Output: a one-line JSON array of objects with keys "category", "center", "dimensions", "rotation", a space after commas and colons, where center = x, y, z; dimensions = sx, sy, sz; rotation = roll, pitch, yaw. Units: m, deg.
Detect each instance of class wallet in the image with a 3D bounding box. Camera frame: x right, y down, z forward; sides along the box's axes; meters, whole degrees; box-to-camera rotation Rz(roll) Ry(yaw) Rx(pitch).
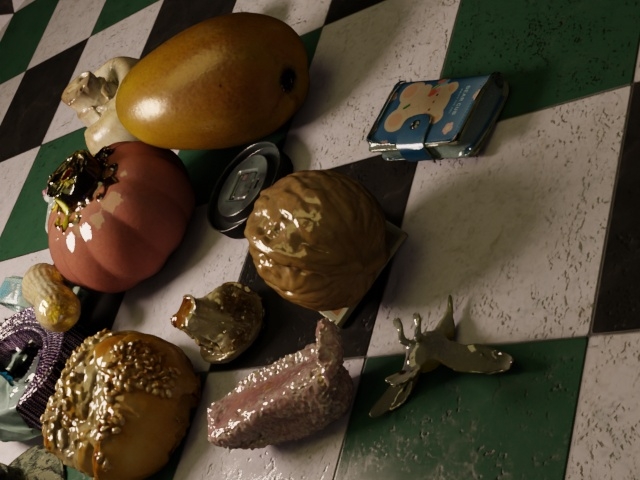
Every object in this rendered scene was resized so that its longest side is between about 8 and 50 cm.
[{"category": "wallet", "center": [0.167, -0.177, 1.584], "dimensions": [0.202, 0.059, 0.141], "rotation": [5, 59, 51]}]

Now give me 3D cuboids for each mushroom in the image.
[{"category": "mushroom", "center": [-0.418, -0.298, 2.291], "dimensions": [0.189, 0.195, 0.253], "rotation": [-36, 41, 20]}]

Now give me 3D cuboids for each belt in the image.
[{"category": "belt", "center": [-0.573, 0.116, 2.216], "dimensions": [0.302, 0.087, 0.072], "rotation": [-2, 57, 50]}, {"category": "belt", "center": [-0.552, 0.252, 2.049], "dimensions": [0.325, 0.122, 0.260], "rotation": [6, 60, 49]}]

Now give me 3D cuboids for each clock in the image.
[{"category": "clock", "center": [-0.122, -0.087, 1.877], "dimensions": [0.184, 0.040, 0.184], "rotation": [-32, 39, 31]}]

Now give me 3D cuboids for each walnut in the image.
[{"category": "walnut", "center": [0.000, 0.000, 1.498], "dimensions": [0.213, 0.213, 0.213], "rotation": [-31, 40, 31]}]

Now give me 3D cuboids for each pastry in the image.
[{"category": "pastry", "center": [-0.335, 0.256, 1.740], "dimensions": [0.311, 0.162, 0.255], "rotation": [5, 63, 51]}, {"category": "pastry", "center": [-0.040, 0.211, 1.465], "dimensions": [0.265, 0.112, 0.102], "rotation": [-38, 28, 35]}]

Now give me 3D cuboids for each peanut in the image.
[{"category": "peanut", "center": [-0.497, 0.102, 1.988], "dimensions": [0.087, 0.087, 0.207], "rotation": [-53, 34, 3]}]

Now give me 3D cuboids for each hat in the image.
[{"category": "hat", "center": [-0.568, 0.457, 1.885], "dimensions": [0.266, 0.128, 0.265], "rotation": [-29, 45, 34]}]

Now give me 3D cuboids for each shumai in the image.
[{"category": "shumai", "center": [-0.167, 0.118, 1.688], "dimensions": [0.146, 0.116, 0.145], "rotation": [-31, 39, 29]}]

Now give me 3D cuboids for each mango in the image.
[{"category": "mango", "center": [-0.201, -0.273, 1.924], "dimensions": [0.378, 0.221, 0.263], "rotation": [-11, 32, 25]}]

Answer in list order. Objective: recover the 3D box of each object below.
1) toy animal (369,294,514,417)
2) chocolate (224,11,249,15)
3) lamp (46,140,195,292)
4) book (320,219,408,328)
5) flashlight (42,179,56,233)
[{"category": "toy animal", "center": [0.137, 0.122, 1.331], "dimensions": [0.219, 0.095, 0.155], "rotation": [-19, 52, 40]}, {"category": "chocolate", "center": [-0.198, -0.328, 2.147], "dimensions": [0.157, 0.080, 0.253], "rotation": [-9, 55, 29]}, {"category": "lamp", "center": [-0.380, -0.056, 1.987], "dimensions": [0.305, 0.240, 0.305], "rotation": [-30, 39, 28]}, {"category": "book", "center": [0.018, 0.018, 1.634], "dimensions": [0.170, 0.018, 0.242], "rotation": [-54, 35, 0]}, {"category": "flashlight", "center": [-0.595, -0.083, 2.452], "dimensions": [0.093, 0.047, 0.200], "rotation": [-39, 36, 22]}]
